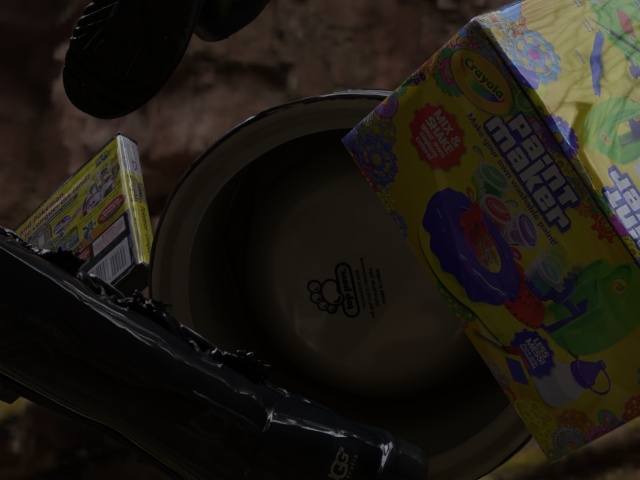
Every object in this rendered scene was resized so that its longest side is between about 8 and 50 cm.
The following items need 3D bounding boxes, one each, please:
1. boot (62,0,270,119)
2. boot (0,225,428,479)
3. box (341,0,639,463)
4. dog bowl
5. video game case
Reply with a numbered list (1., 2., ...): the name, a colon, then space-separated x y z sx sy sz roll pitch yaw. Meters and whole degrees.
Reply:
1. boot: -0.122 -0.205 1.526 0.094 0.246 0.207 27 -1 13
2. boot: -0.170 0.124 1.392 0.445 0.146 0.367 26 -19 -12
3. box: 0.225 -0.039 1.267 0.279 0.290 0.177 -26 -10 -43
4. dog bowl: 0.050 0.038 1.624 0.408 0.407 0.150 2 20 10
5. video game case: -0.314 0.032 2.089 0.275 0.248 0.035 -40 -50 22
